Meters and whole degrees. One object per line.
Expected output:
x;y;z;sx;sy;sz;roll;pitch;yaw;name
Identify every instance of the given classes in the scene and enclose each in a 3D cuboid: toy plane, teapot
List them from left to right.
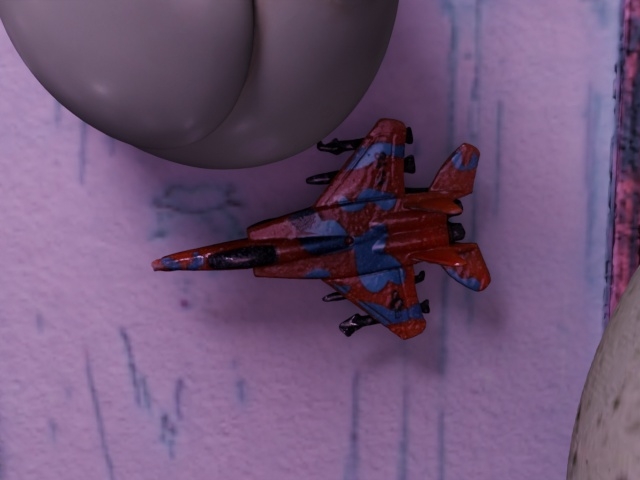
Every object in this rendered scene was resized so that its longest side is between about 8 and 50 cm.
-0.107;-0.168;0.600;0.318;0.149;0.220;38;123;6;teapot
0.000;-0.001;0.708;0.189;0.061;0.130;-6;106;3;toy plane

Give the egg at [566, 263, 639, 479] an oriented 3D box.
0.273;0.128;0.642;0.288;0.287;0.379;10;93;-5;egg
